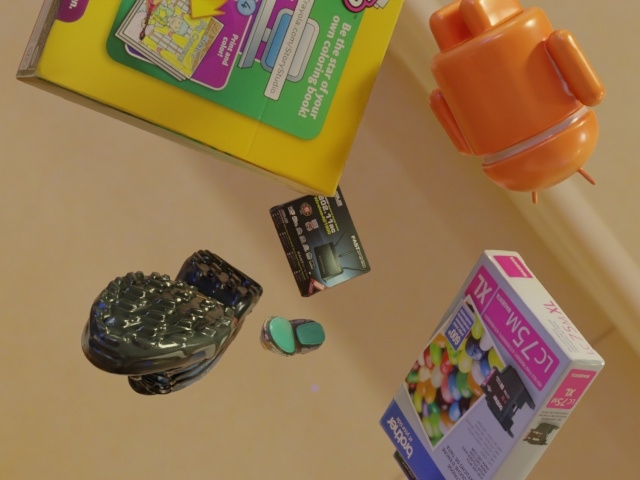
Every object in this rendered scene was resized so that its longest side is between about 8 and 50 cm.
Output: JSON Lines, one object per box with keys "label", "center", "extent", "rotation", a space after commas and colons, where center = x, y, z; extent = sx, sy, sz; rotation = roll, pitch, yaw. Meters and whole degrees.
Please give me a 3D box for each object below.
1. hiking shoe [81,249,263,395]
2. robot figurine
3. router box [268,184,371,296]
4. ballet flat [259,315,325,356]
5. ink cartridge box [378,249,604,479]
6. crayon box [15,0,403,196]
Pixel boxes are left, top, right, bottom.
{"label": "hiking shoe", "center": [-0.144, 0.102, 1.457], "extent": [0.113, 0.132, 0.304], "rotation": [31, 15, 13]}
{"label": "robot figurine", "center": [0.190, -0.141, 1.501], "extent": [0.219, 0.158, 0.128], "rotation": [62, 8, -6]}
{"label": "router box", "center": [0.000, 0.000, 1.928], "extent": [0.038, 0.092, 0.122], "rotation": [-19, -87, 55]}
{"label": "ballet flat", "center": [-0.036, 0.096, 1.493], "extent": [0.041, 0.041, 0.114], "rotation": [54, 19, 20]}
{"label": "ink cartridge box", "center": [0.171, 0.187, 1.694], "extent": [0.065, 0.311, 0.186], "rotation": [5, 35, -35]}
{"label": "crayon box", "center": [-0.076, -0.265, 1.469], "extent": [0.313, 0.363, 0.106], "rotation": [22, -4, -22]}
